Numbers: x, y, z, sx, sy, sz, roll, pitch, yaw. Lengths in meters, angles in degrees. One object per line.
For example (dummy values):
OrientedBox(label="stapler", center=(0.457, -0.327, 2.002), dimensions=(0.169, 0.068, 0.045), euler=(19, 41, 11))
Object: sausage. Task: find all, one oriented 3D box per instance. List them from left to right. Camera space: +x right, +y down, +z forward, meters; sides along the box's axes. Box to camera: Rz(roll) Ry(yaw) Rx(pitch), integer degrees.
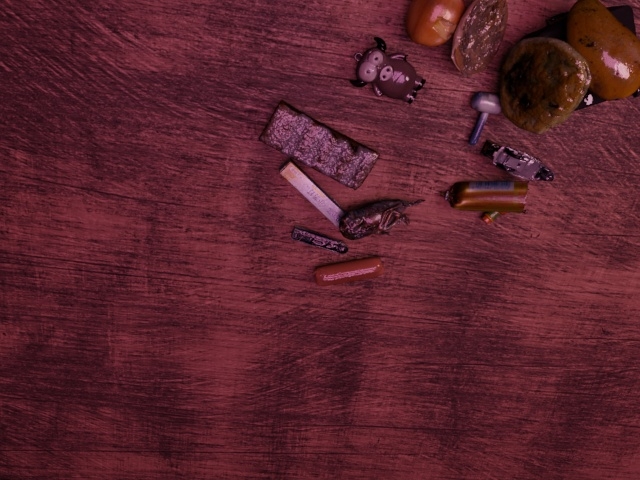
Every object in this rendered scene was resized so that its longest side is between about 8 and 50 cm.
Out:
OrientedBox(label="sausage", center=(0.115, 0.126, 2.028), dimensions=(0.289, 0.086, 0.086), euler=(-10, 113, 3))
OrientedBox(label="sausage", center=(0.617, -0.163, 1.892), dimensions=(0.318, 0.117, 0.125), euler=(2, 92, 19))

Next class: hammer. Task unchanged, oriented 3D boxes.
OrientedBox(label="hammer", center=(0.588, -0.441, 1.827), dimensions=(0.116, 0.069, 0.193), euler=(12, 116, -9))

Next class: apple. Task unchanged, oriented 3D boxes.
OrientedBox(label="apple", center=(0.370, -0.730, 1.637), dimensions=(0.199, 0.199, 0.199), euler=(-1, 113, -2))

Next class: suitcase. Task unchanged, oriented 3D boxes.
OrientedBox(label="suitcase", center=(0.881, -0.608, 1.703), dimensions=(0.346, 0.188, 0.339), euler=(-17, 110, 4))

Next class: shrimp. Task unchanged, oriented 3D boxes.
OrientedBox(label="shrimp", center=(0.235, -0.087, 1.927), dimensions=(0.373, 0.172, 0.137), euler=(-9, 94, -20))

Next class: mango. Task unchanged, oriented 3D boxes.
OrientedBox(label="mango", center=(0.875, -0.591, 1.546), dimensions=(0.329, 0.176, 0.176), euler=(51, 143, -13))

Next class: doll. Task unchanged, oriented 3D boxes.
OrientedBox(label="doll", center=(0.229, -0.574, 1.725), dimensions=(0.257, 0.117, 0.182), euler=(26, 114, -15))

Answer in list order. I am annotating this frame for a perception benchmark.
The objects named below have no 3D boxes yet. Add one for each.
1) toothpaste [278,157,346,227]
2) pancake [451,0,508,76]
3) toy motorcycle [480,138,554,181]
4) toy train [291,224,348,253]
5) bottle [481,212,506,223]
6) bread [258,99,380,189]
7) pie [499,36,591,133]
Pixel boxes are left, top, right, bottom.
OrientedBox(label="toothpaste", center=(-0.026, -0.179, 1.894), dimensions=(0.071, 0.089, 0.313), euler=(-44, 108, 10))
OrientedBox(label="pancake", center=(0.535, -0.690, 1.660), dimensions=(0.283, 0.049, 0.282), euler=(-26, 137, -27))
OrientedBox(label="toy motorcycle", center=(0.740, -0.287, 1.849), dimensions=(0.263, 0.157, 0.090), euler=(20, 113, -9))
OrientedBox(label="toy train", center=(0.000, 0.000, 1.989), dimensions=(0.234, 0.051, 0.052), euler=(17, 111, -13))
OrientedBox(label="bottle", center=(0.715, -0.136, 1.955), dimensions=(0.069, 0.069, 0.187), euler=(42, 104, -17))
OrientedBox(label="bread", center=(-0.003, -0.343, 1.814), dimensions=(0.417, 0.113, 0.165), euler=(26, 107, -11))
OrientedBox(label="pie", center=(0.711, -0.512, 1.635), dimensions=(0.071, 0.323, 0.323), euler=(-26, 117, -31))
